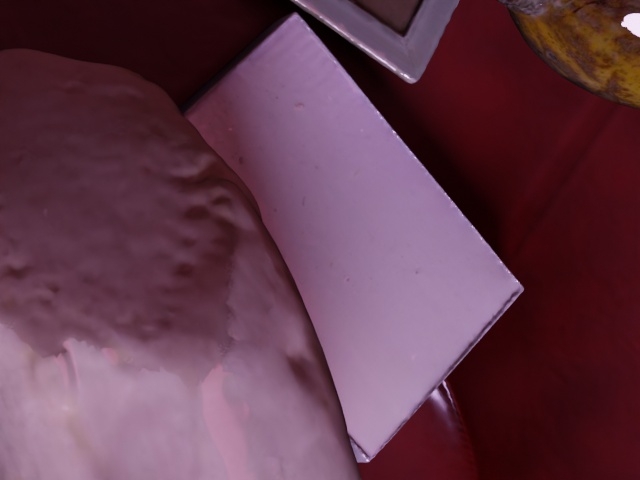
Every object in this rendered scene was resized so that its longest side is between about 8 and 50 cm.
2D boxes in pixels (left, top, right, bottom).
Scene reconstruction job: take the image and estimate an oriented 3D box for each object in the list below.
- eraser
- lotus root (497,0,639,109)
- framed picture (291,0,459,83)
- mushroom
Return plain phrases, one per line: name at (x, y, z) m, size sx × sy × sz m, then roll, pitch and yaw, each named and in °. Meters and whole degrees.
eraser at (0.000, 0.000, 0.676) m, size 0.104 × 0.023 × 0.150 m, roll -45°, pitch 103°, yaw -23°
lotus root at (0.146, -0.112, 0.709) m, size 0.209 × 0.120 × 0.120 m, roll 0°, pitch 84°, yaw -24°
framed picture at (-0.028, -0.218, 0.686) m, size 0.274 × 0.017 × 0.217 m, roll 35°, pitch 68°, yaw -17°
mushroom at (-0.045, 0.099, 0.594) m, size 0.128 × 0.128 × 0.350 m, roll -19°, pitch 97°, yaw -25°
